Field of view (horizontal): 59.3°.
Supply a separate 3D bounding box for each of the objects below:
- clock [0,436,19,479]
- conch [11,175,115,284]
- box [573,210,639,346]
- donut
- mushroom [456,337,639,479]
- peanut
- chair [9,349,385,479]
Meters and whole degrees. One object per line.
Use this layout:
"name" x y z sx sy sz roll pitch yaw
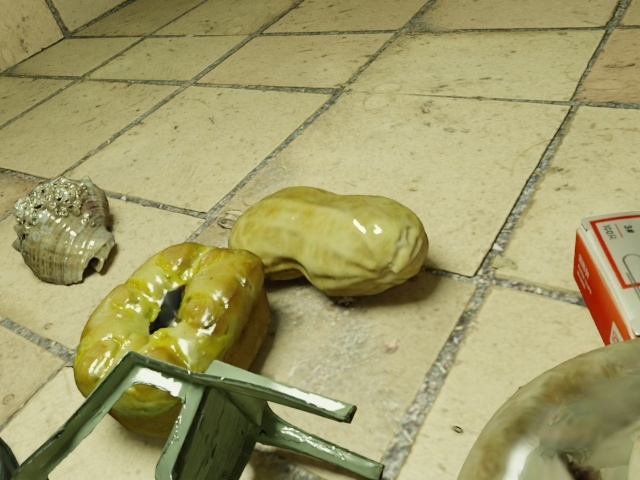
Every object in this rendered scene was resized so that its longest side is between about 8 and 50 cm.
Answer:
"clock" -0.492 0.313 0.586 0.324 0.067 0.325 0 38 0
"conch" -0.453 -0.017 1.000 0.178 0.163 0.245 -50 59 10
"box" 0.365 0.056 0.604 0.133 0.099 0.182 -7 40 10
"donut" -0.180 0.115 0.713 0.208 0.128 0.261 9 45 31
"mushroom" 0.250 0.198 0.315 0.362 0.295 0.362 -11 39 9
"peanut" 0.000 0.000 0.781 0.305 0.147 0.147 11 46 31
"chair" -0.110 0.216 0.513 0.274 0.203 0.191 14 59 27
